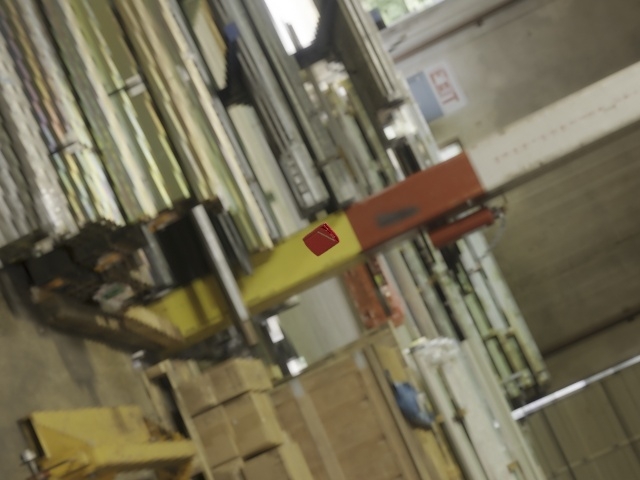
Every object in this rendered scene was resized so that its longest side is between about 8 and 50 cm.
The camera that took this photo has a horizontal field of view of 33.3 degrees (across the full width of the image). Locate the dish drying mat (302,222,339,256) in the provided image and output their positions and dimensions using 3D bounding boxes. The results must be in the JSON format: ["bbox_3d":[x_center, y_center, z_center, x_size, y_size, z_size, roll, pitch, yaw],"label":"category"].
[{"bbox_3d":[0.000,0.000,1.348,0.032,0.008,0.083,47,-24,-3],"label":"dish drying mat"}]
